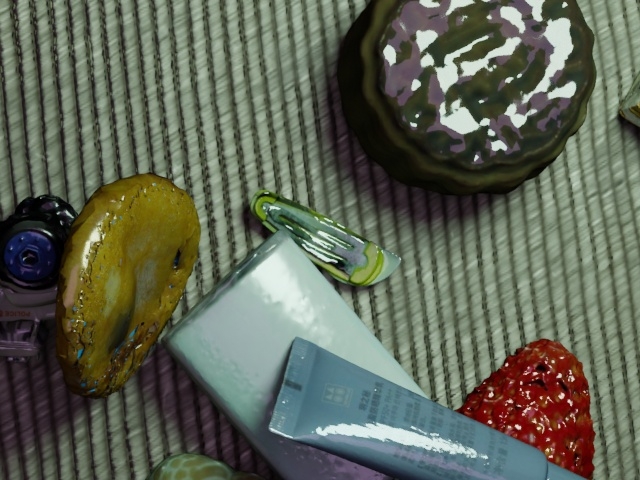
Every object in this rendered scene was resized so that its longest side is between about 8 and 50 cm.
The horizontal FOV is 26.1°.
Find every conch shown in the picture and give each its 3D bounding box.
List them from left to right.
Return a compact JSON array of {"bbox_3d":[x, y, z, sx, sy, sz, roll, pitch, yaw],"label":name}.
[{"bbox_3d":[-0.117,0.298,1.525,0.173,0.106,0.116,32,61,8],"label":"conch"}]

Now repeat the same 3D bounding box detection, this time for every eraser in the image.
[{"bbox_3d":[-0.020,0.154,1.552,0.189,0.104,0.290,-41,94,-18],"label":"eraser"}]

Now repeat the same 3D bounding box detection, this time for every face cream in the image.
[{"bbox_3d":[0.133,0.227,1.477,0.385,0.086,0.135,24,43,-7],"label":"face cream"}]

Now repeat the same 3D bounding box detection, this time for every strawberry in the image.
[{"bbox_3d":[0.247,0.225,1.592,0.190,0.111,0.236,22,81,-6],"label":"strawberry"}]

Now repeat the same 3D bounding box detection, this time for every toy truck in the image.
[{"bbox_3d":[-0.351,0.045,1.480,0.213,0.161,0.177,3,102,-4],"label":"toy truck"}]

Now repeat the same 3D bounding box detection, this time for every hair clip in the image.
[{"bbox_3d":[0.000,0.000,1.604,0.188,0.033,0.060,30,83,-9],"label":"hair clip"}]

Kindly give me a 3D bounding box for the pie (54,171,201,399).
[{"bbox_3d":[-0.209,0.052,1.456,0.069,0.273,0.273,16,81,20],"label":"pie"}]

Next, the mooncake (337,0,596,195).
[{"bbox_3d":[0.172,-0.190,1.585,0.290,0.161,0.290,0,88,-7],"label":"mooncake"}]

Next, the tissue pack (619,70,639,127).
[{"bbox_3d":[0.504,-0.171,1.685,0.226,0.092,0.183,33,81,-4],"label":"tissue pack"}]
